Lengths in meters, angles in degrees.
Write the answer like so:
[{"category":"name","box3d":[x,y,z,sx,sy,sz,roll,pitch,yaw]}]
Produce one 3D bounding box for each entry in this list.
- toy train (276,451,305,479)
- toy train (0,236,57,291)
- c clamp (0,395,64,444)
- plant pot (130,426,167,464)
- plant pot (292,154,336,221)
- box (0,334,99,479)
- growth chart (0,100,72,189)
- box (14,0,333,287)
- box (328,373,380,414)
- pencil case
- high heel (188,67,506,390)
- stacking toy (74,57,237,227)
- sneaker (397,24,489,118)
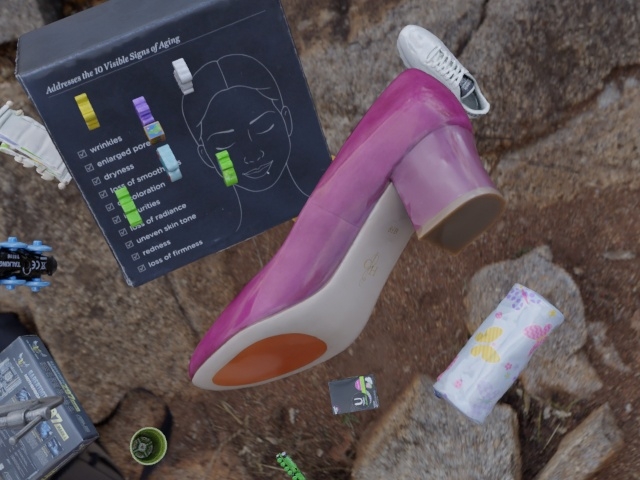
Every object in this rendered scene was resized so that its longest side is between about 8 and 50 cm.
[{"category":"toy train","box3d":[-0.058,0.454,1.598,0.024,0.017,0.083,-36,110,-2]},{"category":"toy train","box3d":[-0.477,0.034,1.174,0.105,0.184,0.080,2,89,25]},{"category":"c clamp","box3d":[-0.307,0.164,0.725,0.161,0.137,0.022,-13,94,14]},{"category":"plant pot","box3d":[-0.406,0.477,1.851,0.083,0.079,0.083,7,72,-23]},{"category":"plant pot","box3d":[0.014,-0.102,2.001,0.205,0.205,0.188,42,90,22]},{"category":"box","box3d":[-0.540,0.319,1.466,0.183,0.059,0.232,-40,76,12]},{"category":"growth chart","box3d":[-0.658,-0.219,1.837,0.237,0.021,0.172,35,33,-9]},{"category":"box","box3d":[-0.269,-0.243,1.589,0.480,0.471,0.297,-23,34,-7]},{"category":"box","box3d":[0.061,0.278,1.447,0.083,0.052,0.062,-10,82,7]},{"category":"pencil case","box3d":[0.333,0.212,1.488,0.273,0.124,0.113,-53,46,1]},{"category":"high heel","box3d":[0.000,0.000,0.798,0.377,0.127,0.181,-35,51,18]},{"category":"stacking toy","box3d":[-0.235,-0.143,1.151,0.167,0.052,0.221,-24,77,-12]},{"category":"sneaker","box3d":[0.248,-0.337,1.586,0.235,0.095,0.090,43,87,-20]}]
